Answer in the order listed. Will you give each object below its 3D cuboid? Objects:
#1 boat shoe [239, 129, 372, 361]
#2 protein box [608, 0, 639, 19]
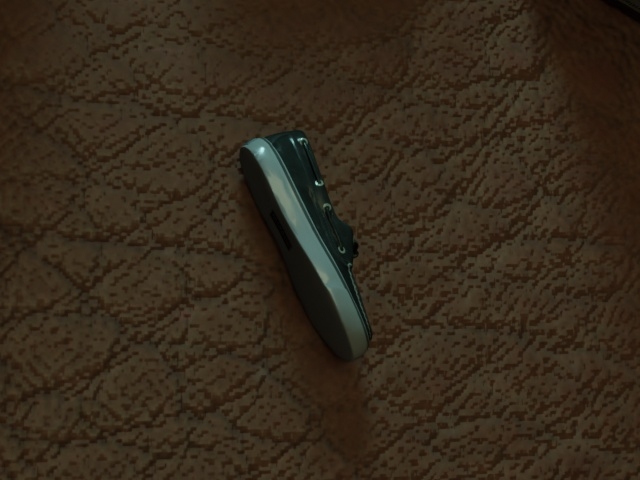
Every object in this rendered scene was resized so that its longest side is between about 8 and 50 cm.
[{"bbox_3d":[0.000,0.000,0.773,0.040,0.049,0.142,-24,85,-21],"label":"boat shoe"},{"bbox_3d":[0.249,-0.267,0.827,0.136,0.201,0.200,27,72,-11],"label":"protein box"}]
